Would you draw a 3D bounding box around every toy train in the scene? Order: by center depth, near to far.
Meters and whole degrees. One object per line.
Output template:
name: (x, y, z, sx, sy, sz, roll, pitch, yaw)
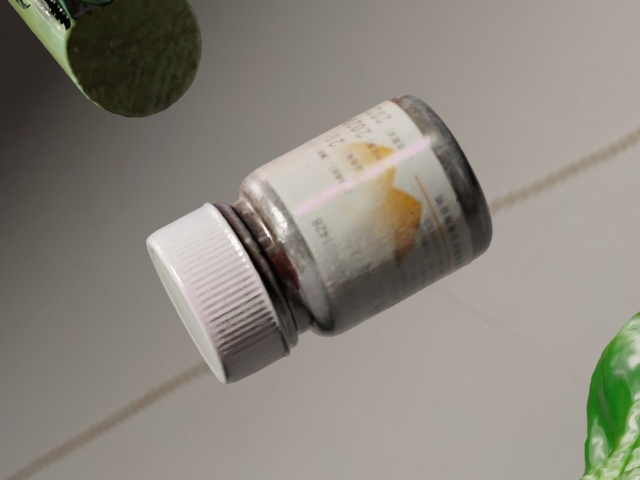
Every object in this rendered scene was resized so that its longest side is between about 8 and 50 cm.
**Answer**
toy train: (-0.164, -0.204, 1.239, 0.126, 0.307, 0.189, -42, 130, -1)

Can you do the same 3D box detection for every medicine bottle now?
medicine bottle: (0.000, 0.000, 1.684, 0.273, 0.165, 0.165, -29, 98, -11)

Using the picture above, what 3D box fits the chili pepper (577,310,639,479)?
chili pepper: (0.103, -0.001, 0.356, 0.074, 0.100, 0.257, 29, 64, -4)
